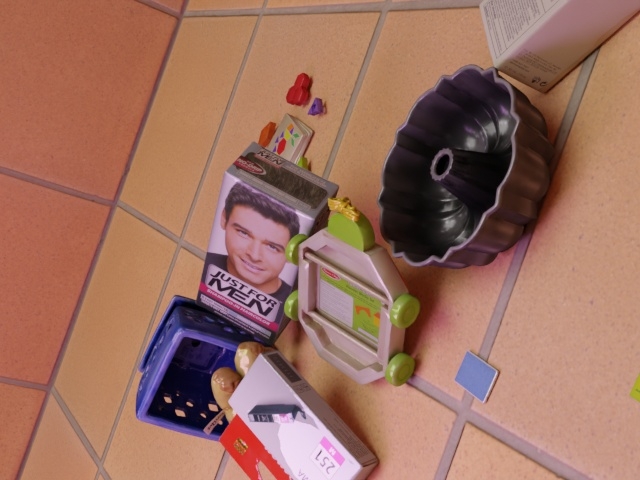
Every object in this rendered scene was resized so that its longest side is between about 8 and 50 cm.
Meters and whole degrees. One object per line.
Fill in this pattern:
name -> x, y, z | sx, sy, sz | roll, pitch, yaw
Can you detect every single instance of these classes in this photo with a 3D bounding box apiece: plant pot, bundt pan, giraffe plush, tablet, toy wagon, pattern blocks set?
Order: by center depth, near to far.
tablet -> 0.235, 0.205, 1.418 | 0.083, 0.006, 0.054 | 35, 104, 61
bundt pan -> 0.236, -0.100, 1.473 | 0.331, 0.124, 0.330 | -38, 43, 45
toy wagon -> 0.052, 0.078, 1.562 | 0.267, 0.068, 0.344 | 29, 131, 37
giraffe plush -> -0.107, 0.322, 1.793 | 0.170, 0.181, 0.210 | 28, 88, 39
plant pot -> -0.250, 0.258, 1.985 | 0.236, 0.236, 0.212 | -62, 25, 17
pattern blocks set -> -0.084, -0.199, 2.165 | 0.324, 0.026, 0.285 | -56, 33, 25

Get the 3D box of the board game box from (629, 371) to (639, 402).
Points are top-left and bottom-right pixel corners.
board game box -> 0.436, 0.121, 1.081 | 0.092, 0.043, 0.181 | 38, 108, 62

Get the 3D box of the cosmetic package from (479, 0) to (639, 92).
cosmetic package -> 0.387, -0.384, 1.394 | 0.309, 0.113, 0.160 | -41, 40, 41

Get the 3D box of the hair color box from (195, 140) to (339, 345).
hair color box -> -0.109, 0.015, 1.786 | 0.113, 0.185, 0.374 | -53, -12, -44

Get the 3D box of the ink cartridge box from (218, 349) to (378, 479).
ink cartridge box -> -0.062, 0.370, 1.643 | 0.275, 0.060, 0.239 | 45, 115, 25

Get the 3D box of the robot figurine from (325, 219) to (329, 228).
robot figurine -> 0.000, 0.000, 1.845 | 0.115, 0.101, 0.067 | 102, 165, -64
